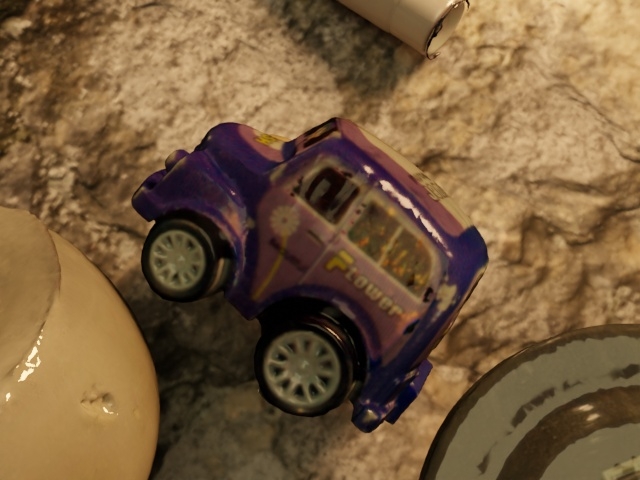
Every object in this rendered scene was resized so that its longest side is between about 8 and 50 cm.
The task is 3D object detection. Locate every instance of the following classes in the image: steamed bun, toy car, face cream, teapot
[{"bbox_3d":[-0.261,0.128,0.540,0.324,0.206,0.324,-6,35,4],"label":"steamed bun"},{"bbox_3d":[0.000,0.000,0.591,0.235,0.172,0.158,40,105,7],"label":"toy car"},{"bbox_3d":[0.016,-0.245,0.737,0.244,0.058,0.092,39,85,15],"label":"face cream"},{"bbox_3d":[0.217,0.181,0.542,0.322,0.239,0.239,-3,78,4],"label":"teapot"}]

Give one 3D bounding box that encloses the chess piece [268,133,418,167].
[{"bbox_3d":[0.010,-0.047,0.685,0.122,0.066,0.066,19,78,9],"label":"chess piece"}]
